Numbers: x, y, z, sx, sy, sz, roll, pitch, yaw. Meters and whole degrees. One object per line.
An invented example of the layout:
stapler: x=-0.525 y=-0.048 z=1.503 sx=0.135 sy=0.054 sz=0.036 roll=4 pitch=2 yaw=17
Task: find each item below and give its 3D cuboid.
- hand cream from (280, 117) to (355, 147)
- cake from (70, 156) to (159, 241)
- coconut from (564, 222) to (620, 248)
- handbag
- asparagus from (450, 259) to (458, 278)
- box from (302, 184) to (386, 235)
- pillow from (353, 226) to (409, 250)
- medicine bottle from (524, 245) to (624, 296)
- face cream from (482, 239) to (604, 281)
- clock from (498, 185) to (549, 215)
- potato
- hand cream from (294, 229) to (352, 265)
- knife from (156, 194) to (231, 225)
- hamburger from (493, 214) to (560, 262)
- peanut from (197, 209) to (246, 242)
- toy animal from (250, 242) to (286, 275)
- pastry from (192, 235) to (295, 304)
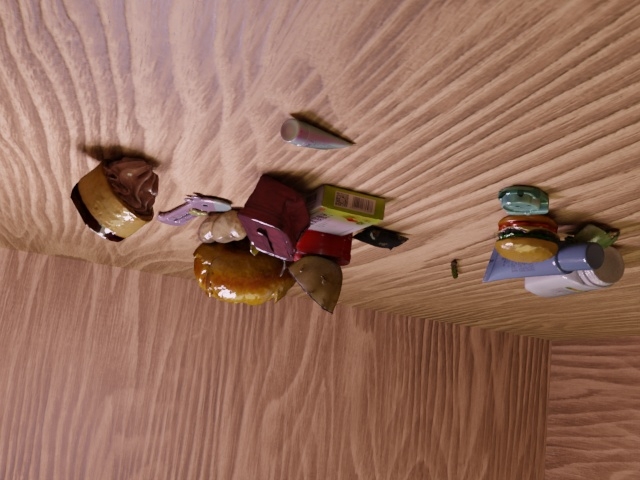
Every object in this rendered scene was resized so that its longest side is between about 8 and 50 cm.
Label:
hand cream: x=-0.009 y=-0.199 z=1.444 sx=0.076 sy=0.047 sz=0.174 roll=-2 pitch=173 yaw=36
cake: x=-0.473 y=-0.117 z=1.782 sx=0.178 sy=0.207 sz=0.185 roll=-33 pitch=109 yaw=20
coconut: x=0.702 y=-0.002 z=1.893 sx=0.133 sy=0.055 sz=0.158 roll=6 pitch=169 yaw=14
handbag: x=-0.113 y=-0.049 z=1.829 sx=0.146 sy=0.135 sz=0.225 roll=23 pitch=159 yaw=15
asparagus: x=0.469 y=0.099 z=2.571 sx=0.025 sy=0.024 sz=0.248 roll=-2 pitch=165 yaw=11
box: x=0.035 y=-0.075 z=1.932 sx=0.175 sy=0.062 sz=0.260 roll=12 pitch=168 yaw=-21
pillow: x=0.179 y=-0.006 z=2.199 sx=0.150 sy=0.048 sz=0.090 roll=17 pitch=168 yaw=-28
medicine bottle: x=0.747 y=0.094 z=2.156 sx=0.179 sy=0.124 sz=0.324 roll=8 pitch=170 yaw=-12
face cream: x=0.580 y=0.048 z=1.952 sx=0.086 sy=0.135 sz=0.385 roll=30 pitch=163 yaw=-23
clock: x=0.449 y=-0.092 z=1.652 sx=0.101 sy=0.041 sz=0.135 roll=-2 pitch=165 yaw=36
potato: x=0.006 y=0.105 z=2.080 sx=0.182 sy=0.117 sz=0.202 roll=45 pitch=-177 yaw=22
hand cream: x=0.000 y=0.000 z=2.151 sx=0.193 sy=0.125 sz=0.193 roll=8 pitch=167 yaw=2
knife: x=-0.394 y=-0.082 z=2.210 sx=0.132 sy=0.038 sz=0.398 roll=17 pitch=166 yaw=-28
hamburger: x=0.514 y=-0.007 z=1.831 sx=0.162 sy=0.115 sz=0.162 roll=5 pitch=166 yaw=1
peanut: x=-0.294 y=-0.039 z=2.204 sx=0.228 sy=0.104 sz=0.085 roll=-3 pitch=137 yaw=51
toy animal: x=-0.156 y=-0.022 z=2.164 sx=0.095 sy=0.219 sz=0.155 roll=-9 pitch=-152 yaw=8
pastry: x=-0.228 y=0.079 z=2.296 sx=0.356 sy=0.164 sz=0.356 roll=3 pitch=-156 yaw=-1
